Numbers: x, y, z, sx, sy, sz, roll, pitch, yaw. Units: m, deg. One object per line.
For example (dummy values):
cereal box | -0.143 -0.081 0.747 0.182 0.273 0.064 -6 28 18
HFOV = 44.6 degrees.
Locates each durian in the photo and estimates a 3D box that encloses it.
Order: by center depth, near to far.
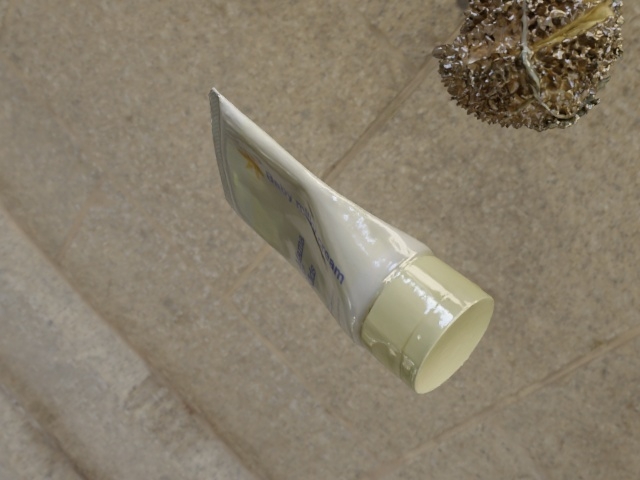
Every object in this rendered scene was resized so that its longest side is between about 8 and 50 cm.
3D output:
durian | 0.092 -0.090 0.354 0.091 0.080 0.080 12 124 36

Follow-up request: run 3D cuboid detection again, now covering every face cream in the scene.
face cream | 0.000 0.000 0.493 0.224 0.070 0.114 39 150 28
